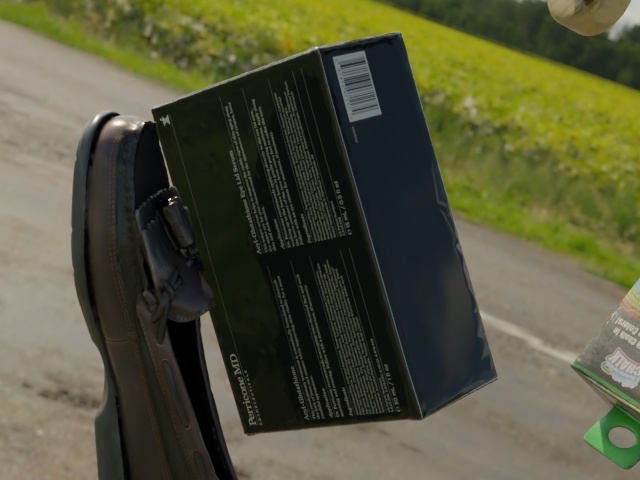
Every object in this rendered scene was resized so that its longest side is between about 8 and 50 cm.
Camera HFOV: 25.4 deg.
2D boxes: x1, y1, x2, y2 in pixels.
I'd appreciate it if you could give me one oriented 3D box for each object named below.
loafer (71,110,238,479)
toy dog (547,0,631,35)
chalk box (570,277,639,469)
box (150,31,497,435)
[{"bbox_3d":[-0.101,0.061,0.964,0.095,0.302,0.109,2,16,17],"label":"loafer"},{"bbox_3d":[0.255,-0.331,1.180,0.220,0.333,0.161,-2,17,-31],"label":"toy dog"},{"bbox_3d":[0.353,0.136,1.412,0.132,0.213,0.132,36,-4,47],"label":"chalk box"},{"bbox_3d":[0.000,0.000,1.038,0.184,0.261,0.103,-12,5,42],"label":"box"}]
